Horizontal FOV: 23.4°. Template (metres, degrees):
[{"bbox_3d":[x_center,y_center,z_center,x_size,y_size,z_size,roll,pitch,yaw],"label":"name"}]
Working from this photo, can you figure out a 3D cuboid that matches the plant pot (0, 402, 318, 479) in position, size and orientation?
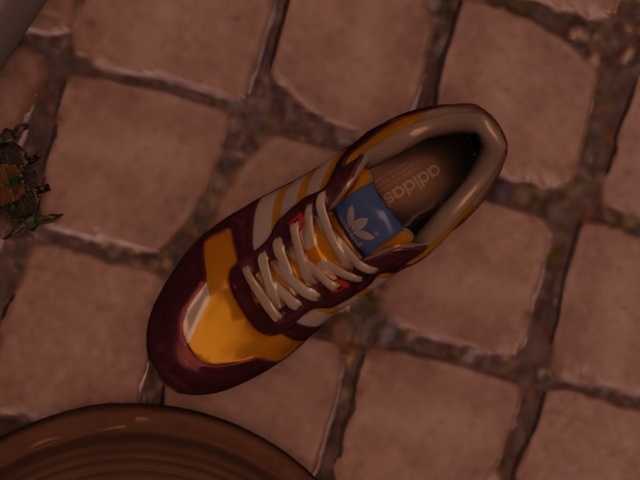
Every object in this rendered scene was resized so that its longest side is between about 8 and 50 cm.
[{"bbox_3d":[-0.079,0.189,0.649,0.237,0.110,0.237,0,88,-8],"label":"plant pot"}]

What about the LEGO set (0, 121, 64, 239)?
[{"bbox_3d":[-0.146,-0.015,0.694,0.054,0.023,0.083,41,97,-2],"label":"LEGO set"}]

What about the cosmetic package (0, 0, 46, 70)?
[{"bbox_3d":[-0.337,-0.109,0.634,0.377,0.097,0.284,33,87,-5],"label":"cosmetic package"}]

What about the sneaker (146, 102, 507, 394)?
[{"bbox_3d":[0.000,0.000,0.676,0.185,0.084,0.069,-40,93,-7],"label":"sneaker"}]
